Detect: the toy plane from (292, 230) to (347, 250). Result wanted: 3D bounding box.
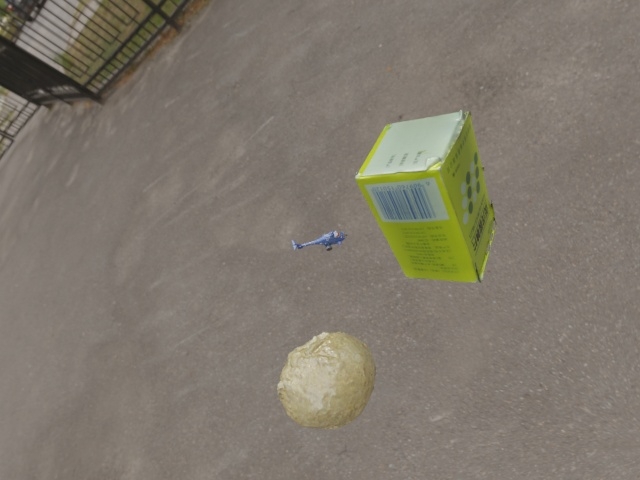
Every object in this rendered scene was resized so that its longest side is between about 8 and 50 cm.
[{"bbox_3d":[0.000,0.000,1.207,0.168,0.062,0.054,-14,60,-5],"label":"toy plane"}]

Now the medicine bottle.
[{"bbox_3d":[0.180,-0.058,0.643,0.141,0.250,0.137,0,47,36],"label":"medicine bottle"}]

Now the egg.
[{"bbox_3d":[0.012,0.180,0.525,0.116,0.140,0.118,47,144,34],"label":"egg"}]
